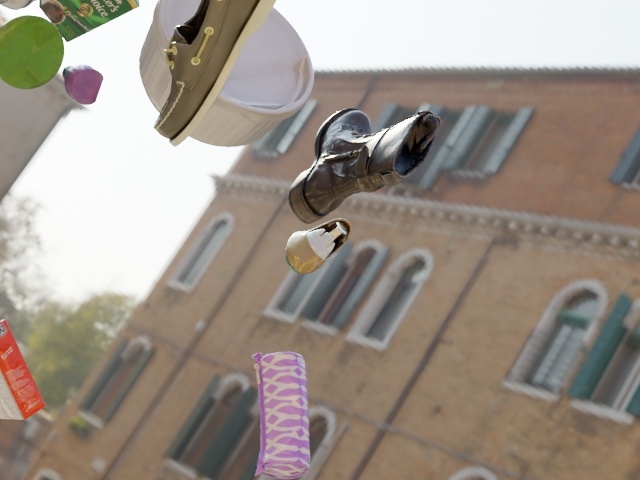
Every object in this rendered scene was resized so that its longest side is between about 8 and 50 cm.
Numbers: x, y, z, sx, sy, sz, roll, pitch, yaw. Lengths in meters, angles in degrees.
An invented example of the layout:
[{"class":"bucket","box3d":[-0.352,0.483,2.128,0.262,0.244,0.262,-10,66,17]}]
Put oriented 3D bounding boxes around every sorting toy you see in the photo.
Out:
[{"class":"sorting toy","box3d":[-0.534,-0.344,2.113,0.365,0.127,0.126,28,4,-41]}]

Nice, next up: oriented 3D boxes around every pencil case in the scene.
[{"class":"pencil case","box3d":[-0.062,0.272,1.965,0.088,0.206,0.086,15,-37,-31]}]

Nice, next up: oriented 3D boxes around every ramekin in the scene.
[{"class":"ramekin","box3d":[-0.154,-0.264,1.921,0.273,0.273,0.127,35,-49,-9]}]

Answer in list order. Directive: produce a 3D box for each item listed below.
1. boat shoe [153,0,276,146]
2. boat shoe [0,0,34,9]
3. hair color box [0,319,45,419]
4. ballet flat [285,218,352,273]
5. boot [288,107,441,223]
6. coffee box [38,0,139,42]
[{"class":"boat shoe","box3d":[-0.147,-0.258,1.614,0.091,0.305,0.109,25,29,-18]},{"class":"boat shoe","box3d":[-0.335,-0.437,1.631,0.094,0.302,0.109,19,5,-44]},{"class":"hair color box","box3d":[-0.455,0.186,1.789,0.072,0.043,0.141,-6,-69,47]},{"class":"ballet flat","box3d":[0.000,0.000,2.312,0.080,0.073,0.232,54,22,-2]},{"class":"boot","box3d":[0.084,-0.132,1.804,0.229,0.263,0.091,-24,-62,40]},{"class":"coffee box","box3d":[-0.487,-0.503,2.630,0.113,0.184,0.040,57,15,-44]}]
